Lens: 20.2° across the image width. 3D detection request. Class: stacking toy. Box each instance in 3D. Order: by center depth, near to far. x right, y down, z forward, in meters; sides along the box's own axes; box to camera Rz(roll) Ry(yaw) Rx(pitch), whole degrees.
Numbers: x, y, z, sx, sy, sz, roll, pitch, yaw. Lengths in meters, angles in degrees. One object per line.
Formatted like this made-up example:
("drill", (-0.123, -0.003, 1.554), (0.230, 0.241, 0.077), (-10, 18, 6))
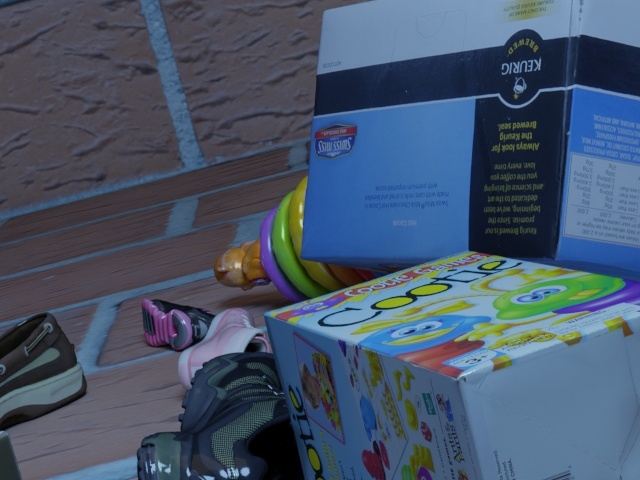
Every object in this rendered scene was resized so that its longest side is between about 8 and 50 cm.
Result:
("stacking toy", (0.000, 0.000, 1.770), (0.302, 0.166, 0.175), (-21, -13, 41))

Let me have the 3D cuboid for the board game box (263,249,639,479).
("board game box", (0.093, 0.099, 0.967), (0.142, 0.144, 0.275), (-17, 10, -19))

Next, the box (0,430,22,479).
("box", (-0.234, 0.176, 1.045), (0.036, 0.136, 0.225), (-22, 11, -38))

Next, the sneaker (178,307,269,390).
("sneaker", (-0.067, 0.093, 1.555), (0.070, 0.051, 0.134), (-9, 14, 22))

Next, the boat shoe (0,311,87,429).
("boat shoe", (-0.323, 0.131, 1.577), (0.095, 0.095, 0.257), (-7, 12, 38))

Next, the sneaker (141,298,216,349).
("sneaker", (-0.138, 0.081, 1.776), (0.057, 0.047, 0.119), (-12, 14, -28))

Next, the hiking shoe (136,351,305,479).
("hiking shoe", (-0.040, 0.138, 1.201), (0.114, 0.086, 0.227), (2, 19, 14))

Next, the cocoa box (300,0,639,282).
("cocoa box", (0.173, -0.079, 1.472), (0.231, 0.228, 0.347), (8, -4, -33))
